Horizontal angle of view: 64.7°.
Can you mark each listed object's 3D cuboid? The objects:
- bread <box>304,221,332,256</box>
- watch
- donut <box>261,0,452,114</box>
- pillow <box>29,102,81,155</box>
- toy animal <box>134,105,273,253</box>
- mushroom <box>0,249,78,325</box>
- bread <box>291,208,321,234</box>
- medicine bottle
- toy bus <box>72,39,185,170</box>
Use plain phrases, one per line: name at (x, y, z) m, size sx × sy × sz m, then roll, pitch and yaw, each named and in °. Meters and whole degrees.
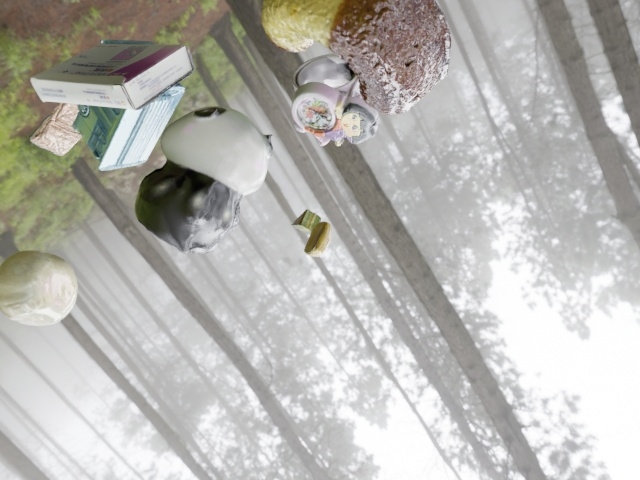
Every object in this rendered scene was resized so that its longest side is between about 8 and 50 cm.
bread at (0.000, 0.000, 1.518) m, size 0.082 × 0.056 × 0.115 m, roll -22°, pitch -140°, yaw 52°
watch at (0.049, -0.392, 1.392) m, size 0.244 × 0.196 × 0.231 m, roll 3°, pitch -130°, yaw 16°
donut at (0.026, -0.216, 0.507) m, size 0.085 × 0.217 × 0.141 m, roll -57°, pitch 174°, yaw -3°
pillow at (-0.835, -0.378, 1.662) m, size 0.232 × 0.126 × 0.043 m, roll -42°, pitch -124°, yaw 12°
toy animal at (-0.248, -0.145, 1.127) m, size 0.309 × 0.251 × 0.251 m, roll -59°, pitch -167°, yaw 14°
mushroom at (-0.921, 0.151, 1.608) m, size 0.235 × 0.259 × 0.254 m, roll -1°, pitch -155°, yaw 17°
bread at (-0.066, -0.044, 1.909) m, size 0.139 × 0.074 × 0.084 m, roll -38°, pitch -156°, yaw 51°
medicine bottle at (-0.337, -0.271, 0.831) m, size 0.201 × 0.052 × 0.171 m, roll 11°, pitch -138°, yaw 23°
toy bus at (-0.505, -0.344, 1.309) m, size 0.152 × 0.190 × 0.312 m, roll -25°, pitch 166°, yaw -49°
